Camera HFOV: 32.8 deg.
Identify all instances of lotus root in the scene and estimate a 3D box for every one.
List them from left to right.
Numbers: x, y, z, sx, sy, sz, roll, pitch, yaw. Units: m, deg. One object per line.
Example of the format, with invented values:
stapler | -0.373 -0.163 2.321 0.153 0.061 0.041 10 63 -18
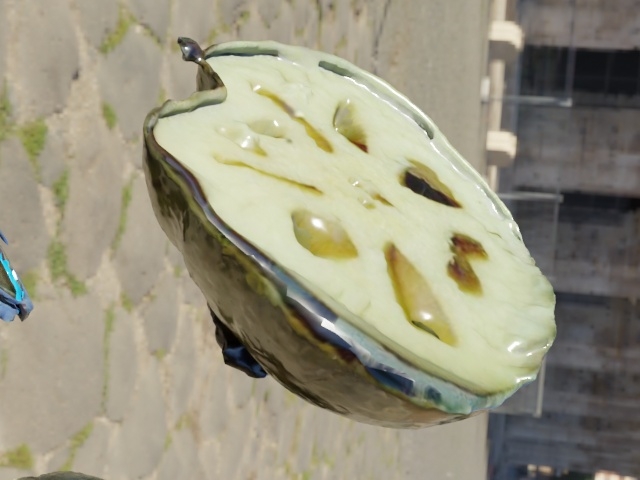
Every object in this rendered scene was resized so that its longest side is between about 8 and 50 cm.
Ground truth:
lotus root | 0.003 0.003 0.471 0.183 0.203 0.078 -15 150 -51

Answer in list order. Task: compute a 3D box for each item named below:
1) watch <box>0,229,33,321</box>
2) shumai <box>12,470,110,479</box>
watch | -0.306 -0.014 0.489 0.274 0.276 0.068 58 -11 22
shumai | -0.104 0.188 0.650 0.142 0.184 0.184 -37 142 -27
